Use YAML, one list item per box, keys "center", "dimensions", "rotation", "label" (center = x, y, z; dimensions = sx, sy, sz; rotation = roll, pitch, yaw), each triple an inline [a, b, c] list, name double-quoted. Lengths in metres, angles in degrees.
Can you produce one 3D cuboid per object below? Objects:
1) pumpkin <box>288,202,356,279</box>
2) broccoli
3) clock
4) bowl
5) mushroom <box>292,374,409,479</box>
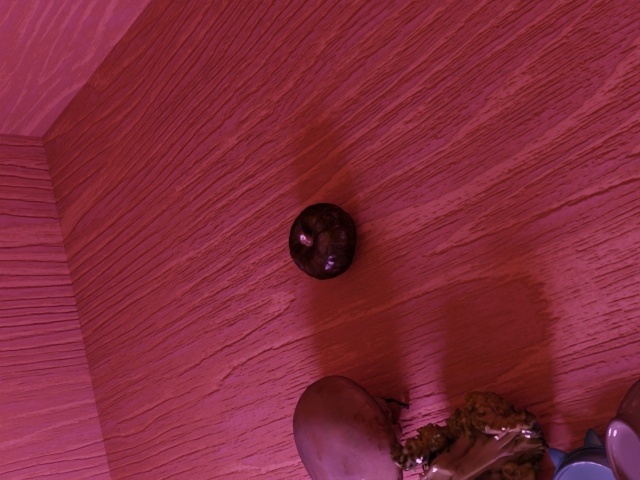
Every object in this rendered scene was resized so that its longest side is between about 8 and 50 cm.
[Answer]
- center: [0.000, 0.000, 1.861]
  dimensions: [0.219, 0.162, 0.219]
  rotation: [-5, 83, 46]
  label: "pumpkin"
- center: [0.332, 0.499, 1.459]
  dimensions: [0.348, 0.281, 0.293]
  rotation: [-49, 57, 30]
  label: "broccoli"
- center: [0.564, 0.527, 1.344]
  dimensions: [0.223, 0.094, 0.274]
  rotation: [-44, 62, 32]
  label: "clock"
- center: [0.602, 0.370, 1.165]
  dimensions: [0.337, 0.158, 0.337]
  rotation: [173, 90, -84]
  label: "bowl"
- center: [0.097, 0.510, 1.730]
  dimensions: [0.362, 0.295, 0.362]
  rotation: [48, 151, 38]
  label: "mushroom"
